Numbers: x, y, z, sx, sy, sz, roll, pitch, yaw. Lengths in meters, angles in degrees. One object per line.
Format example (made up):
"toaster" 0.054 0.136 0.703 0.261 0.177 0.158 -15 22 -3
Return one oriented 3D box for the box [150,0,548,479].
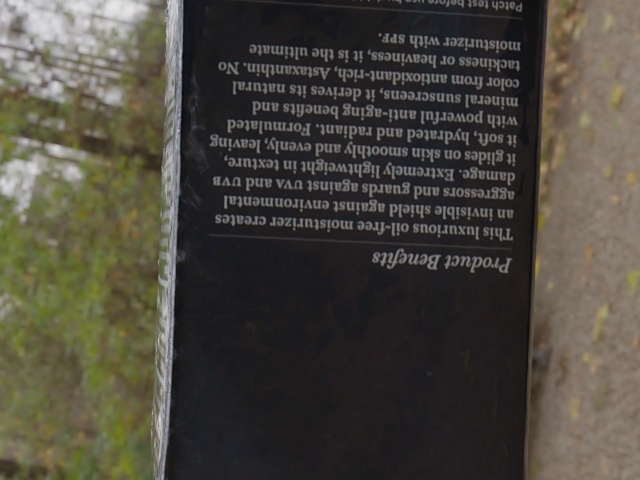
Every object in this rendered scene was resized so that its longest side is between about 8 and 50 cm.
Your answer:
"box" 0.000 0.000 0.776 0.296 0.182 0.294 -177 91 -83
